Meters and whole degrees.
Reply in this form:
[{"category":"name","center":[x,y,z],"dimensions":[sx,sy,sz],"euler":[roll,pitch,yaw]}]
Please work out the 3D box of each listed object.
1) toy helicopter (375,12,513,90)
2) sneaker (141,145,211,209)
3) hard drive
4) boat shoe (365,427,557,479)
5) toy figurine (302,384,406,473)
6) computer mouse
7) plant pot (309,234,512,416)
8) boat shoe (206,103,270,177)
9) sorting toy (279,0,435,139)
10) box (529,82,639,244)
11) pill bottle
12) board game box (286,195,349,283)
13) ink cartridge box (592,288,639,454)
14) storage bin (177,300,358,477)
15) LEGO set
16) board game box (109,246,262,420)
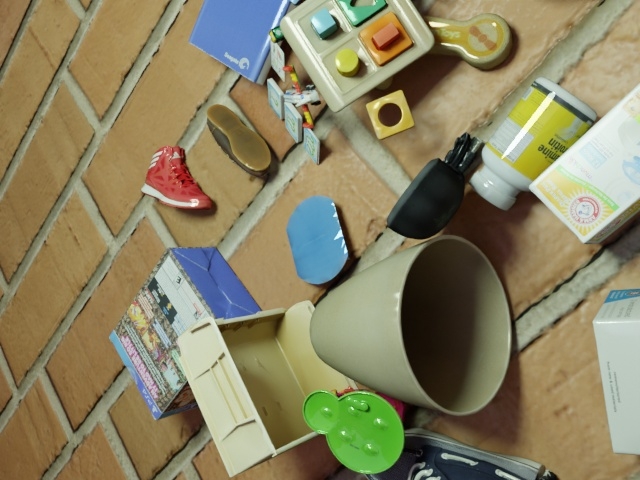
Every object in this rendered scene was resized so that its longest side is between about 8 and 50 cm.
[{"category":"toy helicopter","center":[0.147,-0.366,0.990],"dimensions":[0.355,0.140,0.235],"euler":[16,90,24]},{"category":"sneaker","center":[-0.324,-0.147,1.330],"dimensions":[0.221,0.087,0.128],"euler":[18,102,33]},{"category":"hard drive","center":[-0.128,-0.500,1.163],"dimensions":[0.210,0.040,0.319],"euler":[36,110,27]},{"category":"boat shoe","center":[0.184,0.384,0.923],"dimensions":[0.340,0.158,0.127],"euler":[-5,87,35]},{"category":"toy figurine","center":[0.076,0.290,0.996],"dimensions":[0.173,0.159,0.130],"euler":[20,99,19]},{"category":"computer mouse","center":[0.175,-0.065,0.878],"dimensions":[0.072,0.272,0.188],"euler":[38,111,8]},{"category":"plant pot","center":[0.114,0.141,0.942],"dimensions":[0.274,0.256,0.256],"euler":[-15,81,49]},{"category":"boat shoe","center":[-0.169,-0.200,1.235],"dimensions":[0.207,0.073,0.073],"euler":[52,155,27]},{"category":"sorting toy","center":[0.054,-0.328,0.927],"dimensions":[0.196,0.047,0.348],"euler":[-33,86,12]},{"category":"box","center":[0.407,-0.100,0.795],"dimensions":[0.203,0.103,0.114],"euler":[-47,65,26]},{"category":"pill bottle","center":[0.305,-0.138,0.868],"dimensions":[0.103,0.103,0.184],"euler":[46,115,26]},{"category":"board game box","center":[0.000,0.000,1.132],"dimensions":[0.133,0.033,0.169],"euler":[-28,69,38]},{"category":"ink cartridge box","center":[0.471,0.147,0.697],"dimensions":[0.232,0.171,0.168],"euler":[-8,94,34]},{"category":"storage bin","center":[-0.085,0.243,1.053],"dimensions":[0.123,0.262,0.260],"euler":[-41,68,31]},{"category":"LEGO set","center":[-0.063,-0.262,1.071],"dimensions":[0.182,0.060,0.244],"euler":[55,163,22]},{"category":"board game box","center":[-0.289,0.194,1.271],"dimensions":[0.232,0.141,0.291],"euler":[51,117,24]}]
